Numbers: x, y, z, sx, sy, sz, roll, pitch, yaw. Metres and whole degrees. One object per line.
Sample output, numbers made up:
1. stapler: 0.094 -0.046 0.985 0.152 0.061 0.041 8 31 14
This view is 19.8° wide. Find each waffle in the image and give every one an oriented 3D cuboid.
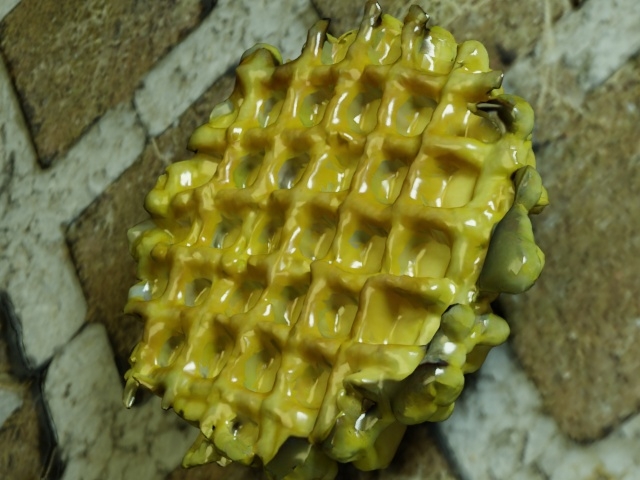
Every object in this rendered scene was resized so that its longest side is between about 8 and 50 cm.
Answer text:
1. waffle: 0.004 0.007 1.063 0.329 0.062 0.329 -21 53 31
